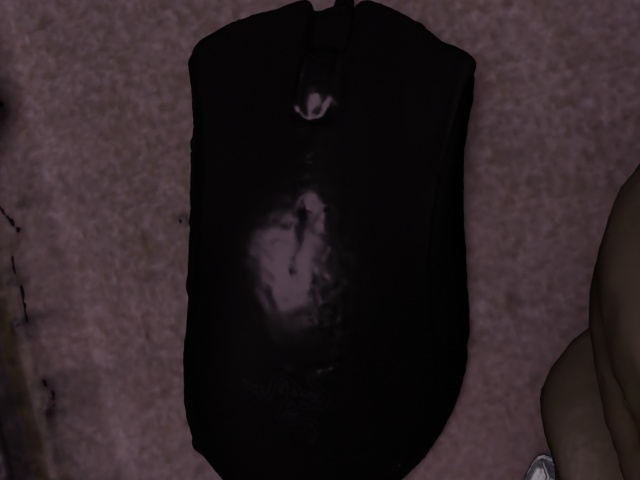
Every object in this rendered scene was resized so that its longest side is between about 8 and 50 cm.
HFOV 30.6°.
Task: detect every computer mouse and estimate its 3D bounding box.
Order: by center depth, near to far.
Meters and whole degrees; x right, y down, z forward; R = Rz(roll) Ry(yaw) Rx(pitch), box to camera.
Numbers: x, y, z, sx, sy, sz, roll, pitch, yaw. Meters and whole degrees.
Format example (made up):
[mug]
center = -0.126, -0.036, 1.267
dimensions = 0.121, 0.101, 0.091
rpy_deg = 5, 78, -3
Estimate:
[computer mouse]
center = 0.000, 0.000, 0.562
dimensions = 0.147, 0.088, 0.264
rpy_deg = 0, 81, 9

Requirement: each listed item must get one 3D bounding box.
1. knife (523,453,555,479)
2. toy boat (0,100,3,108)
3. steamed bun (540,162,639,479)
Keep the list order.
[knife]
center = 0.141, 0.132, 0.554
dimensions = 0.096, 0.010, 0.027
rpy_deg = 25, 88, 11
[toy boat]
center = -0.224, -0.045, 0.619
dimensions = 0.061, 0.060, 0.137
rpy_deg = 37, 96, -9
[steamed bun]
center = 0.202, 0.053, 0.405
dimensions = 0.247, 0.352, 0.339
rpy_deg = 3, 69, 35
